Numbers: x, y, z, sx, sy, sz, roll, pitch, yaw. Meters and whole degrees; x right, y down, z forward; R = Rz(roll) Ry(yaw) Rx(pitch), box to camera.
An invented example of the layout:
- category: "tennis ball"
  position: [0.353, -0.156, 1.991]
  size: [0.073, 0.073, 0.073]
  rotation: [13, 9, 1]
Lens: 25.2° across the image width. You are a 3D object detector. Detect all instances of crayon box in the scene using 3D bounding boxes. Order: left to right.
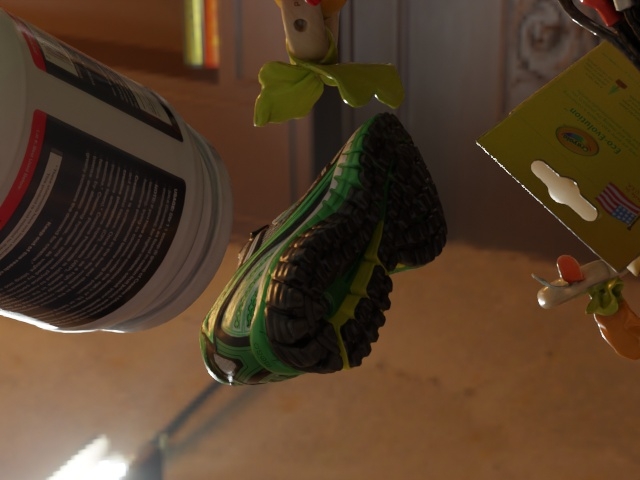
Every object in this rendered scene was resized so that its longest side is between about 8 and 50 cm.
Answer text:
- category: "crayon box"
  position: [0.329, -0.106, 1.456]
  size: [0.318, 0.081, 0.202]
  rotation: [-36, -111, -22]

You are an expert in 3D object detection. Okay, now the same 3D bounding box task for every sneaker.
- category: "sneaker"
  position: [0.000, 0.000, 1.234]
  size: [0.146, 0.134, 0.343]
  rotation: [-17, -161, 35]

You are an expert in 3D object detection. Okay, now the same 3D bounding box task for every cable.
- category: "cable"
  position: [0.285, -0.176, 1.288]
  size: [0.072, 0.287, 0.139]
  rotation: [-10, 168, -44]

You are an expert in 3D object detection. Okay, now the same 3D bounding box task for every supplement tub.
- category: "supplement tub"
  position: [-0.201, -0.043, 0.975]
  size: [0.191, 0.191, 0.272]
  rotation: [15, 174, 32]

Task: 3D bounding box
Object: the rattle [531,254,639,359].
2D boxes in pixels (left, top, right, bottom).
- category: "rattle"
  position: [0.340, 0.089, 1.799]
  size: [0.130, 0.142, 0.200]
  rotation: [-9, 175, 11]

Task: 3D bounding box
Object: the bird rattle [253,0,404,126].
- category: "bird rattle"
  position: [-0.021, -0.234, 1.323]
  size: [0.143, 0.253, 0.207]
  rotation: [-12, -144, 12]
